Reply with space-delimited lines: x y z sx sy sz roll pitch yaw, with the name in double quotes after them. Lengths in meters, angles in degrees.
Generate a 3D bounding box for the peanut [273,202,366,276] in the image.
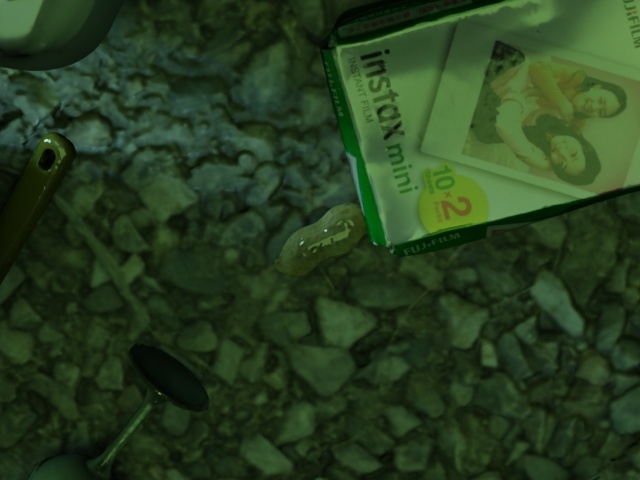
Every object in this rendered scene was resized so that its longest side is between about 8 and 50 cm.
0.000 0.000 1.405 0.083 0.037 0.037 -28 104 16 "peanut"

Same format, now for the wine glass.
-0.174 0.177 1.451 0.079 0.079 0.195 36 105 -8 "wine glass"

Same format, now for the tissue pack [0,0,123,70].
-0.273 -0.258 1.242 0.333 0.236 0.229 23 99 -4 "tissue pack"

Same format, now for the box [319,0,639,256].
0.135 -0.103 1.327 0.250 0.103 0.180 -15 106 8 "box"

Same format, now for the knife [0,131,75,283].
-0.287 0.052 1.445 0.061 0.027 0.343 35 109 11 "knife"
